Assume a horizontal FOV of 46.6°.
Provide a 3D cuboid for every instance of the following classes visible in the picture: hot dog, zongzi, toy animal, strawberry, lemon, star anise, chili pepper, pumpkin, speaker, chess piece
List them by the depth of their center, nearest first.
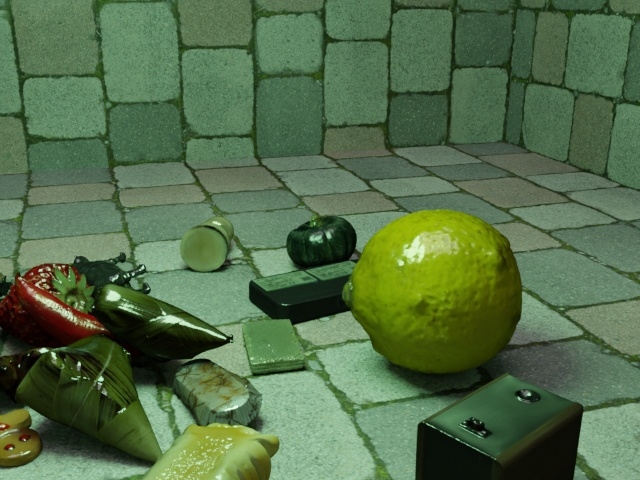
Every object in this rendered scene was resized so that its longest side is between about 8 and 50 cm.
[{"bbox_3d":[0.277,0.334,1.150,0.230,0.193,0.153,-16,24,-41],"label":"speaker"},{"bbox_3d":[-0.377,0.299,1.407,0.300,0.145,0.274,31,8,5],"label":"zongzi"},{"bbox_3d":[-0.205,0.298,1.439,0.131,0.069,0.252,-22,25,-29],"label":"hot dog"},{"bbox_3d":[-0.613,0.273,1.477,0.271,0.103,0.272,-11,-6,-1],"label":"star anise"},{"bbox_3d":[-0.324,0.164,1.490,0.242,0.221,0.112,-9,53,43],"label":"zongzi"},{"bbox_3d":[0.237,0.105,1.567,0.386,0.350,0.350,3,19,-5],"label":"lemon"},{"bbox_3d":[-0.479,0.178,1.594,0.368,0.137,0.092,23,-34,-29],"label":"chili pepper"},{"bbox_3d":[-0.644,0.159,1.706,0.244,0.205,0.205,-15,11,29],"label":"strawberry"},{"bbox_3d":[-0.584,0.099,1.944,0.343,0.106,0.168,8,27,39],"label":"toy animal"},{"bbox_3d":[0.002,0.001,2.147,0.211,0.152,0.211,-3,6,0],"label":"pumpkin"},{"bbox_3d":[-0.319,-0.004,2.216,0.142,0.143,0.261,2,13,4],"label":"chess piece"}]

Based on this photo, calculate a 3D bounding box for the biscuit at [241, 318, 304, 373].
[{"bbox_3d":[-0.109,0.232,1.662,0.121,0.041,0.199,-6,21,-11],"label":"biscuit"}]

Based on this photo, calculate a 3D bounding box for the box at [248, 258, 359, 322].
[{"bbox_3d":[0.004,0.127,1.943,0.349,0.058,0.211,-11,20,-29],"label":"box"}]

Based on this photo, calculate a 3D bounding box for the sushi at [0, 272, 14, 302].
[{"bbox_3d":[-0.962,0.117,1.948,0.293,0.059,0.292,-17,25,-38],"label":"sushi"}]

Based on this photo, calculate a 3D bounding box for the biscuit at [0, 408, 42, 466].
[{"bbox_3d":[-0.604,0.344,1.341,0.250,0.036,0.165,12,23,29],"label":"biscuit"}]

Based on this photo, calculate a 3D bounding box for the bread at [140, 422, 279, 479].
[{"bbox_3d":[-0.189,0.386,1.099,0.172,0.121,0.311,4,19,20],"label":"bread"}]
